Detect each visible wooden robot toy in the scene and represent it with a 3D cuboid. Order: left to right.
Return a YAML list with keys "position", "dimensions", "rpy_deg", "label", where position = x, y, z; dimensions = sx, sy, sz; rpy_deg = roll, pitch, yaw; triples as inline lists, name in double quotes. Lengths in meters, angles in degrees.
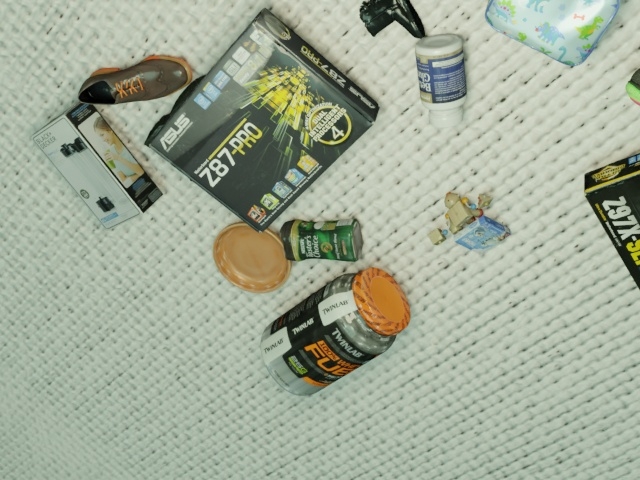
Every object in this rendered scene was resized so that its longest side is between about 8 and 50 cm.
- position: [0.296, -0.067, 2.005]
  dimensions: [0.173, 0.076, 0.079]
  rpy_deg: [-45, 65, 35]
  label: "wooden robot toy"

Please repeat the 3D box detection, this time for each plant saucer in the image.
- position: [-0.163, 0.037, 2.230]
  dimensions: [0.200, 0.037, 0.200]
  rpy_deg: [8, 124, 13]
  label: "plant saucer"

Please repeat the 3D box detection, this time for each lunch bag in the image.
- position: [0.430, -0.439, 1.693]
  dimensions: [0.219, 0.090, 0.176]
  rpy_deg: [27, 127, 1]
  label: "lunch bag"

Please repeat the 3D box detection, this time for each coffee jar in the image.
- position: [0.000, 0.000, 2.124]
  dimensions: [0.184, 0.079, 0.096]
  rpy_deg: [0, 121, 20]
  label: "coffee jar"

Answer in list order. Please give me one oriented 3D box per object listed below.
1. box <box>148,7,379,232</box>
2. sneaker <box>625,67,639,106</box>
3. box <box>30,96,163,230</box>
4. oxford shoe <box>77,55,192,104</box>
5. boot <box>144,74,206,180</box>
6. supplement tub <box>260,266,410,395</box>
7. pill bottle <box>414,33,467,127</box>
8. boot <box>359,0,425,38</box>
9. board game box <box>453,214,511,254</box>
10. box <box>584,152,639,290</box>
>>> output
- position: [-0.121, -0.241, 1.935]
  dimensions: [0.318, 0.097, 0.395]
  rpy_deg: [40, 123, -14]
  label: "box"
- position: [0.793, -0.302, 1.631]
  dimensions: [0.483, 0.185, 0.202]
  rpy_deg: [-1, 102, 16]
  label: "sneaker"
- position: [-0.527, -0.176, 2.167]
  dimensions: [0.169, 0.087, 0.290]
  rpy_deg: [-18, 114, 43]
  label: "box"
- position: [-0.412, -0.340, 2.037]
  dimensions: [0.271, 0.098, 0.097]
  rpy_deg: [-8, 118, 23]
  label: "oxford shoe"
- position: [-0.271, -0.251, 2.074]
  dimensions: [0.161, 0.083, 0.246]
  rpy_deg: [35, 126, -20]
  label: "boot"
- position: [0.036, 0.212, 2.168]
  dimensions: [0.207, 0.207, 0.338]
  rpy_deg: [45, 124, -12]
  label: "supplement tub"
- position: [0.243, -0.316, 1.832]
  dimensions: [0.094, 0.094, 0.169]
  rpy_deg: [0, 121, 19]
  label: "pill bottle"
- position: [0.139, -0.436, 1.822]
  dimensions: [0.099, 0.045, 0.121]
  rpy_deg: [-25, 103, 28]
  label: "boot"
- position: [0.352, -0.011, 2.007]
  dimensions: [0.090, 0.020, 0.090]
  rpy_deg: [23, 134, -36]
  label: "board game box"
- position: [0.709, -0.043, 1.830]
  dimensions: [0.257, 0.079, 0.322]
  rpy_deg: [-20, 122, 31]
  label: "box"
